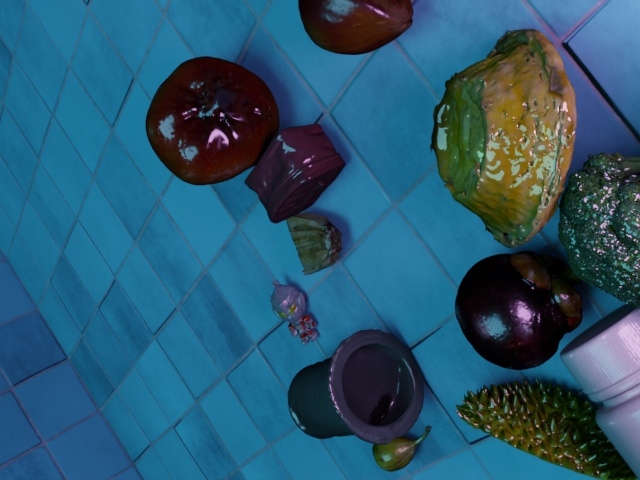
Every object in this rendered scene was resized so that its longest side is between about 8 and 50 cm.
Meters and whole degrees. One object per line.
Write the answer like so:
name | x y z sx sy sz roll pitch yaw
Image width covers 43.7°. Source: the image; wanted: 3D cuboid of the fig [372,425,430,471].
fig | 0.188 0.486 1.848 0.166 0.093 0.093 -29 88 50

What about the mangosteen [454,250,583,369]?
mangosteen | 0.359 0.105 1.379 0.250 0.211 0.211 -35 83 20

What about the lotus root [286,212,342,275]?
lotus root | 0.003 0.001 1.794 0.144 0.070 0.143 -6 100 53

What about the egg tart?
egg tart | 0.272 -0.156 1.257 0.345 0.132 0.345 177 90 -76

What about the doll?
doll | -0.068 0.175 1.972 0.094 0.079 0.180 -29 96 23

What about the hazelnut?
hazelnut | 0.073 -0.411 1.396 0.208 0.208 0.208 25 128 37

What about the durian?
durian | 0.405 0.361 1.494 0.355 0.157 0.169 20 141 40

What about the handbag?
handbag | -0.054 -0.141 1.716 0.135 0.146 0.225 57 139 12

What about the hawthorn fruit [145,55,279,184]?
hawthorn fruit | -0.249 -0.254 1.760 0.311 0.295 0.295 -21 94 51

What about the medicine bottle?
medicine bottle | 0.545 0.267 1.237 0.339 0.208 0.208 55 140 9

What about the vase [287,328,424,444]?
vase | 0.055 0.343 1.816 0.291 0.245 0.245 -29 89 57

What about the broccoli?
broccoli | 0.481 -0.031 1.154 0.270 0.270 0.270 -40 78 17
